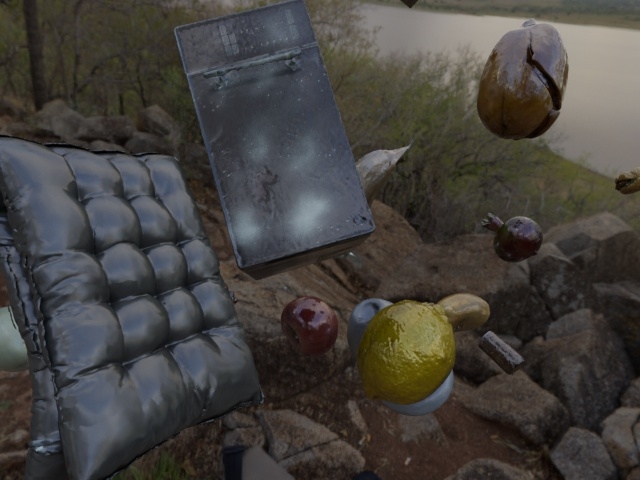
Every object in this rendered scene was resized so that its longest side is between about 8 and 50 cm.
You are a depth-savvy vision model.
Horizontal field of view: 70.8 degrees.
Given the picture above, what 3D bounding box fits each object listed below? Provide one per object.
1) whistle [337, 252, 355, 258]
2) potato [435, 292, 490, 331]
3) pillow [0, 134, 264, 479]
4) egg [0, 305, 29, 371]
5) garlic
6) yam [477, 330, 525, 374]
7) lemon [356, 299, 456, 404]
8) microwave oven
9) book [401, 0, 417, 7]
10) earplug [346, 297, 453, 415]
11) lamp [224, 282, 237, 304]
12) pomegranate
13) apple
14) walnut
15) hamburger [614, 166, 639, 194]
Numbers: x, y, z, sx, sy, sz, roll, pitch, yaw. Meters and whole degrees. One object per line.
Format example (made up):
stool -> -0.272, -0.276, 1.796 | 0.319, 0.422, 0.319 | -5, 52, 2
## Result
whistle -> 0.000, 0.000, 1.328 | 0.235, 0.077, 0.114 | 27, 5, -35
potato -> 0.489, 0.257, 1.597 | 0.233, 0.151, 0.146 | 2, 22, -27
pillow -> -0.198, 0.050, 0.456 | 0.101, 0.327, 0.228 | -25, -10, 30
egg -> -0.922, 0.306, 1.361 | 0.182, 0.183, 0.217 | -14, 38, -34
garlic -> 0.170, -0.215, 1.549 | 0.151, 0.339, 0.196 | 47, 39, 19
yam -> 0.589, 0.369, 1.472 | 0.079, 0.079, 0.141 | -14, 43, -34
lemon -> 0.188, 0.241, 0.987 | 0.204, 0.204, 0.260 | 29, 68, 37
microwave oven -> -0.090, -0.164, 0.898 | 0.236, 0.433, 0.374 | -15, -6, -6
book -> 0.270, -0.858, 1.477 | 0.170, 0.018, 0.242 | 36, 5, -10
earplug -> 0.200, 0.299, 1.183 | 0.214, 0.175, 0.326 | -37, 78, -17
lamp -> -0.455, 0.225, 1.751 | 0.257, 0.180, 0.180 | 0, 28, -7
pomegranate -> 0.516, -0.019, 1.205 | 0.159, 0.129, 0.129 | 55, 37, -1
apple -> -0.024, 0.212, 1.125 | 0.119, 0.154, 0.153 | -29, 42, -30
walnut -> 0.505, -0.410, 1.118 | 0.208, 0.337, 0.209 | 12, -12, 2
hamburger -> 0.617, -0.120, 0.869 | 0.083, 0.044, 0.076 | -28, -12, 18
